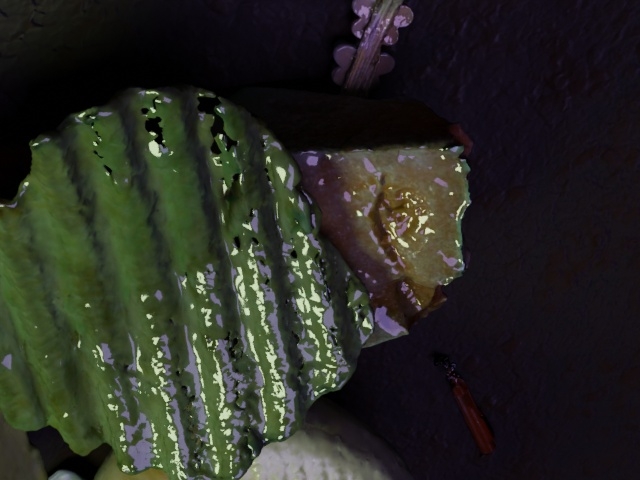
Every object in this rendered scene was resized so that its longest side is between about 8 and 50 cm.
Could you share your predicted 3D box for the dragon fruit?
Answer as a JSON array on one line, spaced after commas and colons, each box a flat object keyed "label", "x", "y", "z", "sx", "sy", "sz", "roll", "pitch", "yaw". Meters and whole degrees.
[{"label": "dragon fruit", "x": -0.268, "y": -0.047, "z": 1.624, "sx": 0.191, "sy": 0.094, "sz": 0.094, "roll": -7, "pitch": 130, "yaw": -39}]

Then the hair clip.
[{"label": "hair clip", "x": 0.056, "y": -0.208, "z": 1.651, "sx": 0.062, "sy": 0.056, "sz": 0.214, "roll": 14, "pitch": 129, "yaw": -15}]

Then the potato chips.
[{"label": "potato chips", "x": -0.165, "y": 0.052, "z": 1.580, "sx": 0.373, "sy": 0.097, "sz": 0.389, "roll": -28, "pitch": 123, "yaw": 16}]

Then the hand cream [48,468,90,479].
[{"label": "hand cream", "x": -0.332, "y": 0.321, "z": 1.899, "sx": 0.255, "sy": 0.048, "sz": 0.079, "roll": -37, "pitch": 135, "yaw": 4}]

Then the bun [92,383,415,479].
[{"label": "bun", "x": -0.079, "y": 0.298, "z": 1.871, "sx": 0.365, "sy": 0.219, "sz": 0.365, "roll": -5, "pitch": 111, "yaw": -14}]

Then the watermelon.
[{"label": "watermelon", "x": -0.007, "y": -0.007, "z": 1.698, "sx": 0.302, "sy": 0.151, "sz": 0.264, "roll": -7, "pitch": 124, "yaw": 2}]

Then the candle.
[{"label": "candle", "x": 0.157, "y": 0.175, "z": 1.999, "sx": 0.026, "sy": 0.021, "sz": 0.167, "roll": -14, "pitch": 133, "yaw": 15}]

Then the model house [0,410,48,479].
[{"label": "model house", "x": -0.438, "y": 0.220, "z": 1.691, "sx": 0.266, "sy": 0.261, "sz": 0.321, "roll": -17, "pitch": 117, "yaw": 24}]
